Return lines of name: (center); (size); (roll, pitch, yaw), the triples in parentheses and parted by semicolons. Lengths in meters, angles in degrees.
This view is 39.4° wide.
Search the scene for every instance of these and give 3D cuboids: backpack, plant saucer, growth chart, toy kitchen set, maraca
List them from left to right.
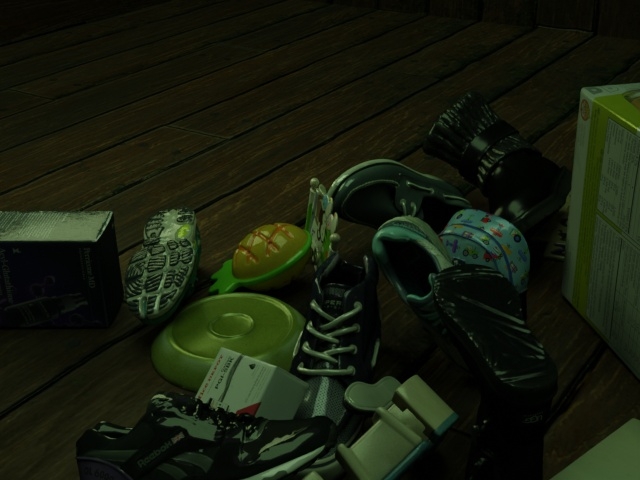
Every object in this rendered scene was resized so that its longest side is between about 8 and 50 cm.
plant saucer: (-0.126, 0.135, 1.287); (0.241, 0.037, 0.241); (-1, 27, 0)
maraca: (-0.096, 0.035, 1.426); (0.185, 0.099, 0.127); (-25, 22, 11)
growth chart: (0.000, 0.000, 1.408); (0.021, 0.172, 0.237); (2, 28, -10)
toy kitchen set: (0.069, 0.269, 0.965); (0.207, 0.166, 0.122); (-40, 73, -17)
backpack: (0.219, 0.050, 1.285); (0.158, 0.173, 0.117); (24, 36, 39)

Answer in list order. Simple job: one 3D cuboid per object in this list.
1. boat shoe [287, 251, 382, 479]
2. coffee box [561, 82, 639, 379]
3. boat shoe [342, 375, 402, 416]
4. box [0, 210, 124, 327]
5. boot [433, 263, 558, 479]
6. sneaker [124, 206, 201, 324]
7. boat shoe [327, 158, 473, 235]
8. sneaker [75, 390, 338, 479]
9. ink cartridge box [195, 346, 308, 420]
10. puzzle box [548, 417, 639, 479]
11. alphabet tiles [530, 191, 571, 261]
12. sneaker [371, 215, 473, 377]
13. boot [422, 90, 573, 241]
boat shoe: (0.006, 0.144, 1.126); (0.127, 0.158, 0.340); (3, 27, 10)
coffee box: (0.562, -0.013, 1.206); (0.337, 0.338, 0.334); (-7, 28, -10)
boat shoe: (0.058, 0.189, 1.051); (0.046, 0.038, 0.125); (46, 22, 18)
box: (-0.417, 0.043, 1.358); (0.207, 0.153, 0.108); (-1, 27, 3)
boot: (0.187, 0.170, 1.007); (0.094, 0.207, 0.246); (-7, 32, -10)
sneaker: (-0.225, 0.048, 1.385); (0.107, 0.110, 0.275); (-11, 29, 10)
boat shoe: (0.147, -0.060, 1.515); (0.319, 0.116, 0.099); (4, 30, -44)
sneaker: (-0.127, 0.210, 0.936); (0.283, 0.124, 0.107); (-18, -6, 5)
ink cartridge box: (-0.090, 0.191, 1.062); (0.135, 0.056, 0.099); (6, 66, 55)
puzzle box: (0.419, 0.314, 0.837); (0.409, 0.052, 0.272); (22, 25, 39)
alphabet tiles: (0.516, -0.033, 1.614); (0.285, 0.011, 0.342); (8, 29, 20)
sneaker: (0.162, 0.089, 1.164); (0.283, 0.110, 0.122); (46, 14, 12)
boot: (0.284, -0.117, 1.525); (0.260, 0.131, 0.348); (42, 28, 7)
